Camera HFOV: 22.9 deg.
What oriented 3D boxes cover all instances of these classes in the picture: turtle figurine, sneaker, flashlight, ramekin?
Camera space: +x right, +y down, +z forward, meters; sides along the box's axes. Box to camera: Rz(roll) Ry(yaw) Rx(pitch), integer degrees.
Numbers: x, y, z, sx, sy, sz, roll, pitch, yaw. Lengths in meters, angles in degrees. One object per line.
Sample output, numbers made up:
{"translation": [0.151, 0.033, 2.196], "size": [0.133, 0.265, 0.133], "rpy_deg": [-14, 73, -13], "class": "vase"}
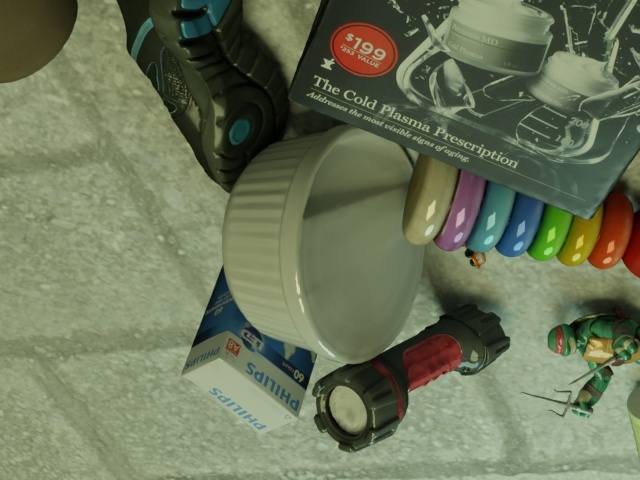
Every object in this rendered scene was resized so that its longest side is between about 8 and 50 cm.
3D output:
{"translation": [0.366, 0.138, 1.934], "size": [0.234, 0.118, 0.175], "rpy_deg": [-1, 153, -2], "class": "turtle figurine"}
{"translation": [-0.134, -0.195, 1.771], "size": [0.140, 0.125, 0.341], "rpy_deg": [28, 151, 33], "class": "sneaker"}
{"translation": [0.119, 0.159, 1.904], "size": [0.103, 0.304, 0.103], "rpy_deg": [-36, 80, 43], "class": "flashlight"}
{"translation": [0.000, 0.000, 1.811], "size": [0.127, 0.273, 0.273], "rpy_deg": [4, 139, 35], "class": "ramekin"}

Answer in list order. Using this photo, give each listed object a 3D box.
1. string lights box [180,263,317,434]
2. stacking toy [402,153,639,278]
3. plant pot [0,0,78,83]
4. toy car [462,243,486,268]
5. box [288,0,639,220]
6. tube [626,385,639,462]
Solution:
{"translation": [-0.065, 0.091, 1.925], "size": [0.133, 0.259, 0.077], "rpy_deg": [40, 135, -24], "class": "string lights box"}
{"translation": [0.266, -0.023, 1.791], "size": [0.330, 0.141, 0.141], "rpy_deg": [15, 140, -5], "class": "stacking toy"}
{"translation": [-0.378, -0.283, 1.661], "size": [0.263, 0.263, 0.229], "rpy_deg": [-4, 151, 23], "class": "plant pot"}
{"translation": [0.172, -0.021, 1.875], "size": [0.040, 0.060, 0.122], "rpy_deg": [-30, 134, 4], "class": "toy car"}
{"translation": [0.185, -0.231, 1.541], "size": [0.343, 0.179, 0.312], "rpy_deg": [21, 138, -4], "class": "box"}
{"translation": [0.457, 0.280, 2.108], "size": [0.070, 0.062, 0.240], "rpy_deg": [41, 164, 43], "class": "tube"}
